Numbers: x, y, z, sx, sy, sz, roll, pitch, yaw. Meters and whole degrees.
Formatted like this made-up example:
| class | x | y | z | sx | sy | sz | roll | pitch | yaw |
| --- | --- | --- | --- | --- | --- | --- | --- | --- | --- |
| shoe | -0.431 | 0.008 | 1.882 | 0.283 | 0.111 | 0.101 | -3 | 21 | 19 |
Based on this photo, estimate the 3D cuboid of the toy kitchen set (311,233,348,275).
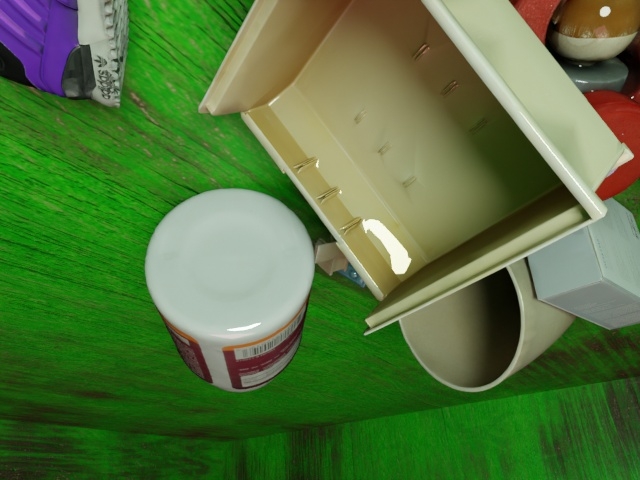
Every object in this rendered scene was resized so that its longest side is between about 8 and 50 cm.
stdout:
| class | x | y | z | sx | sy | sz | roll | pitch | yaw |
| --- | --- | --- | --- | --- | --- | --- | --- | --- | --- |
| toy kitchen set | 0.000 | 0.000 | 0.769 | 0.068 | 0.075 | 0.083 | -12 | 127 | -36 |

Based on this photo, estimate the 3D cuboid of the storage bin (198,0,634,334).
| class | x | y | z | sx | sy | sz | roll | pitch | yaw |
| --- | --- | --- | --- | --- | --- | --- | --- | --- | --- |
| storage bin | 0.053 | -0.088 | 0.435 | 0.123 | 0.262 | 0.260 | -34 | 176 | -42 |

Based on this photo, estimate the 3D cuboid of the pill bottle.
| class | x | y | z | sx | sy | sz | roll | pitch | yaw |
| --- | --- | --- | --- | --- | --- | --- | --- | --- | --- |
| pill bottle | -0.133 | 0.109 | 0.838 | 0.224 | 0.223 | 0.392 | 0 | 152 | -7 |

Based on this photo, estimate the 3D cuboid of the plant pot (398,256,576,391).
| class | x | y | z | sx | sy | sz | roll | pitch | yaw |
| --- | --- | --- | --- | --- | --- | --- | --- | --- | --- |
| plant pot | 0.311 | 0.088 | 0.863 | 0.274 | 0.256 | 0.256 | -7 | 157 | -33 |

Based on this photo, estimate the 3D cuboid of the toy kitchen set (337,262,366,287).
| class | x | y | z | sx | sy | sz | roll | pitch | yaw |
| --- | --- | --- | --- | --- | --- | --- | --- | --- | --- |
| toy kitchen set | 0.097 | -0.007 | 0.759 | 0.166 | 0.122 | 0.207 | 31 | 124 | 20 |

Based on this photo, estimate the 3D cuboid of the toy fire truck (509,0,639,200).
| class | x | y | z | sx | sy | sz | roll | pitch | yaw |
| --- | --- | --- | --- | --- | --- | --- | --- | --- | --- |
| toy fire truck | 0.282 | -0.177 | 0.445 | 0.303 | 0.169 | 0.253 | -1 | 128 | -5 |

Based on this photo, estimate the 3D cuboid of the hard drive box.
| class | x | y | z | sx | sy | sz | roll | pitch | yaw |
| --- | --- | --- | --- | --- | --- | --- | --- | --- | --- |
| hard drive box | 0.397 | 0.016 | 0.766 | 0.232 | 0.181 | 0.089 | 22 | 144 | -37 |

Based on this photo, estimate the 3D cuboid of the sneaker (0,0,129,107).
| class | x | y | z | sx | sy | sz | roll | pitch | yaw |
| --- | --- | --- | --- | --- | --- | --- | --- | --- | --- |
| sneaker | -0.215 | -0.207 | 0.361 | 0.146 | 0.102 | 0.293 | 6 | 150 | -15 |
